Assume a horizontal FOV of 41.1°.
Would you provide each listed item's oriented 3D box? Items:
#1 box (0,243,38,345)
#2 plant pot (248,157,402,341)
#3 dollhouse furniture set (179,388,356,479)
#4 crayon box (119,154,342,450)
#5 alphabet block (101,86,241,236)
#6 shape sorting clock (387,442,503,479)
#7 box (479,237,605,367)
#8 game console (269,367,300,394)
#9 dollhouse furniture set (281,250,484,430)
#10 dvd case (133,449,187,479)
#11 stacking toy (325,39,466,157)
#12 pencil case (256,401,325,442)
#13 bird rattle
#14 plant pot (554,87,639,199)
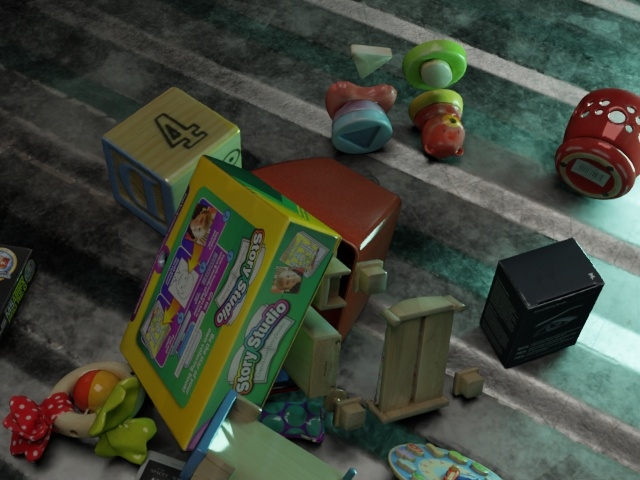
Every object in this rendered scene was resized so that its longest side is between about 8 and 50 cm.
[{"bbox_3d":[-0.690,0.095,1.564,0.269,0.060,0.216,9,52,5],"label":"box"},{"bbox_3d":[0.000,0.000,1.562,0.267,0.267,0.235,31,42,21],"label":"plant pot"},{"bbox_3d":[-0.055,0.365,0.946,0.286,0.198,0.303,31,21,-3],"label":"dollhouse furniture set"},{"bbox_3d":[-0.154,0.088,1.308,0.106,0.363,0.313,18,11,-37],"label":"crayon box"},{"bbox_3d":[-0.289,-0.151,1.697,0.193,0.192,0.197,35,57,21],"label":"alphabet block"},{"bbox_3d":[0.204,0.367,1.327,0.206,0.040,0.206,19,12,-4],"label":"shape sorting clock"},{"bbox_3d":[0.385,0.112,1.503,0.153,0.207,0.108,-15,54,-14],"label":"box"},{"bbox_3d":[-0.110,0.227,1.472,0.143,0.124,0.085,-8,80,-8],"label":"game console"},{"bbox_3d":[0.103,0.125,1.413,0.355,0.303,0.174,-8,27,-28],"label":"dollhouse furniture set"},{"bbox_3d":[-0.234,0.458,1.314,0.179,0.030,0.239,16,53,9],"label":"dvd case"},{"bbox_3d":[0.172,-0.273,1.770,0.308,0.280,0.131,-3,62,-7],"label":"stacking toy"},{"bbox_3d":[-0.068,0.305,1.421,0.151,0.065,0.070,0,43,-2],"label":"pencil case"},{"bbox_3d":[-0.387,0.282,1.415,0.253,0.143,0.207,-6,29,19],"label":"bird rattle"},{"bbox_3d":[0.592,-0.191,1.774,0.191,0.191,0.174,27,65,18],"label":"plant pot"}]
